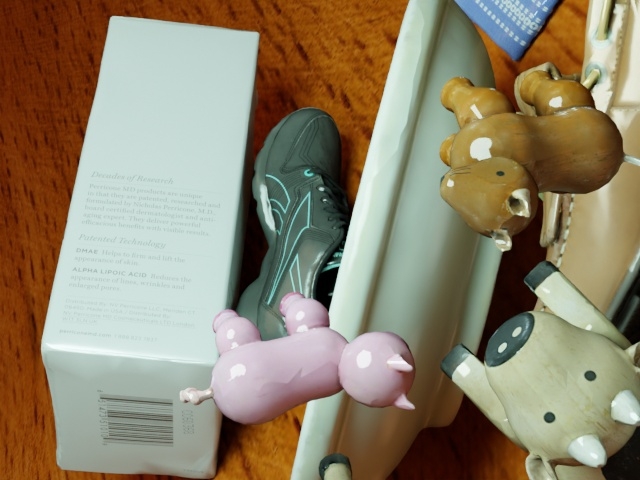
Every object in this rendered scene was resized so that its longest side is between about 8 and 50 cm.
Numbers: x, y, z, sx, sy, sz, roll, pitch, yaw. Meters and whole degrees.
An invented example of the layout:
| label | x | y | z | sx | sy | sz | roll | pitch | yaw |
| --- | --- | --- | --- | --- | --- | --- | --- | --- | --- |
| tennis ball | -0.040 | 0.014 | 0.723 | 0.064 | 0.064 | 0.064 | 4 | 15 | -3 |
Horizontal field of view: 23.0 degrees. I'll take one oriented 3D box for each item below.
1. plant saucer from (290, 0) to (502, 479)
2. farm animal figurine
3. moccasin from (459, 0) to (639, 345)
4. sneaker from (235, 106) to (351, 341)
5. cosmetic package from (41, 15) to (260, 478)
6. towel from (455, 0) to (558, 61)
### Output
| label | x | y | z | sx | sy | sz | roll | pitch | yaw |
| --- | --- | --- | --- | --- | --- | --- | --- | --- | --- |
| plant saucer | 0.068 | 0.017 | 1.104 | 0.400 | 0.100 | 0.400 | 15 | -90 | -88 |
| farm animal figurine | 0.111 | 0.100 | 0.807 | 0.330 | 0.327 | 0.172 | -60 | 32 | 14 |
| moccasin | 0.175 | -0.080 | 0.959 | 0.139 | 0.147 | 0.380 | -21 | -53 | -63 |
| sneaker | 0.000 | 0.000 | 1.380 | 0.106 | 0.101 | 0.267 | -16 | 57 | 39 |
| cosmetic package | -0.148 | 0.002 | 1.471 | 0.217 | 0.156 | 0.385 | 97 | 177 | -52 |
| towel | 0.201 | -0.345 | 1.312 | 0.336 | 0.040 | 0.243 | -55 | 43 | 20 |
